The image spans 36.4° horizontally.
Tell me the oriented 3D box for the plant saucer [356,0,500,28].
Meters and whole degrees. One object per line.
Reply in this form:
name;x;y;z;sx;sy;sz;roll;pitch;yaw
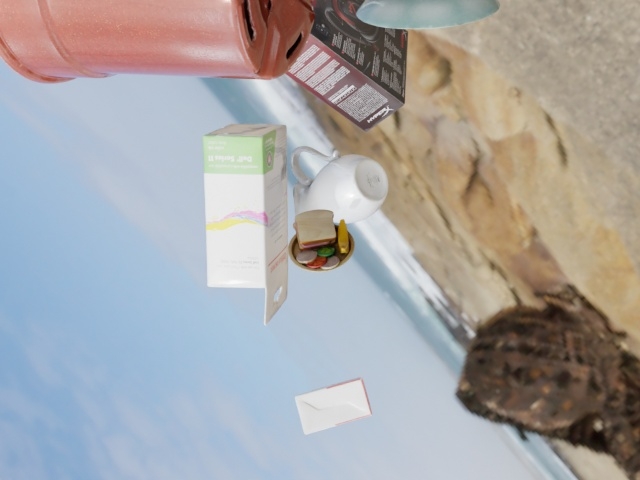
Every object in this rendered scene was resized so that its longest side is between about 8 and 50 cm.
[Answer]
plant saucer;0.144;-0.329;1.311;0.195;0.195;0.037;-130;30;-58

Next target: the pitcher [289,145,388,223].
pitcher;0.024;-0.113;1.857;0.207;0.125;0.177;-19;92;51

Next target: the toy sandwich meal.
toy sandwich meal;0.000;0.000;1.109;0.085;0.086;0.029;50;158;40

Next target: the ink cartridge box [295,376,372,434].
ink cartridge box;0.023;0.277;1.644;0.198;0.115;0.067;78;177;-82

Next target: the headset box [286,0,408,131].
headset box;0.022;-0.374;1.802;0.293;0.110;0.218;32;-136;-28

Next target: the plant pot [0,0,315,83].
plant pot;-0.155;-0.276;0.973;0.265;0.272;0.272;11;165;21

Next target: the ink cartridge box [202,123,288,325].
ink cartridge box;-0.137;-0.035;1.840;0.207;0.119;0.353;-51;-38;-74
